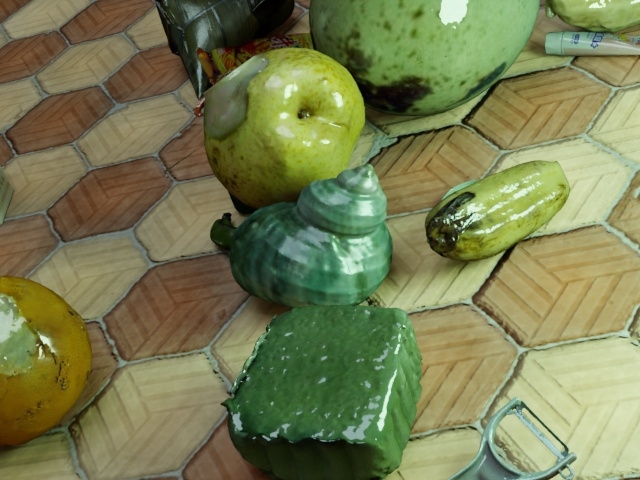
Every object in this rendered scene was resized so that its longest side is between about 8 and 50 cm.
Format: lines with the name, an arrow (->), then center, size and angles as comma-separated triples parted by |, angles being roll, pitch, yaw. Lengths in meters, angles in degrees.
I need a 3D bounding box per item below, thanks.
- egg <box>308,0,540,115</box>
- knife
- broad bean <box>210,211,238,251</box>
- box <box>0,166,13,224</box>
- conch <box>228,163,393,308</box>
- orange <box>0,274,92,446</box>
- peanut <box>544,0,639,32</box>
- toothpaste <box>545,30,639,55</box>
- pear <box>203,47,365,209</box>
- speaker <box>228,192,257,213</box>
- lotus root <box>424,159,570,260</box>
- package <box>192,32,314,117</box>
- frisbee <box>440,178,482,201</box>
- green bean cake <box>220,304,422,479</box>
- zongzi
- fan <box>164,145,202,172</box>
egg -> 0.184, -0.395, 1.894 | 0.428, 0.345, 0.345 | -29, 37, -21
knife -> 0.152, 0.294, 1.259 | 0.278, 0.053, 0.123 | -31, 42, -14
broad bean -> -0.123, 0.001, 1.776 | 0.061, 0.046, 0.195 | -37, 38, -18
box -> -0.633, -0.145, 2.053 | 0.032, 0.220, 0.122 | -14, 36, 10
conch -> 0.000, 0.000, 1.618 | 0.195, 0.277, 0.220 | 0, 47, -49
orange -> -0.438, 0.165, 1.559 | 0.240, 0.240, 0.240 | -13, 36, 10
peanut -> 0.530, -0.438, 1.961 | 0.291, 0.143, 0.159 | -6, 4, -2
toothpaste -> 0.490, -0.340, 1.943 | 0.194, 0.043, 0.067 | 5, 37, 22
pear -> -0.050, -0.172, 1.732 | 0.271, 0.271, 0.271 | -13, 36, 10
speaker -> -0.128, -0.095, 1.876 | 0.060, 0.075, 0.094 | -22, 35, -5
lotus root -> 0.255, -0.040, 1.613 | 0.258, 0.097, 0.110 | -24, 69, -23
package -> -0.097, -0.315, 2.124 | 0.288, 0.108, 0.223 | -7, 41, 1
frisbee -> 0.235, -0.056, 1.709 | 0.110, 0.014, 0.110 | -13, 37, 10
green bean cake -> 0.006, 0.194, 1.400 | 0.222, 0.125, 0.227 | 1, 43, 23
zongzi -> -0.167, -0.410, 2.283 | 0.286, 0.138, 0.300 | -15, 51, -7
fan -> -0.160, -0.203, 2.006 | 0.310, 0.182, 0.010 | -34, 63, 16
